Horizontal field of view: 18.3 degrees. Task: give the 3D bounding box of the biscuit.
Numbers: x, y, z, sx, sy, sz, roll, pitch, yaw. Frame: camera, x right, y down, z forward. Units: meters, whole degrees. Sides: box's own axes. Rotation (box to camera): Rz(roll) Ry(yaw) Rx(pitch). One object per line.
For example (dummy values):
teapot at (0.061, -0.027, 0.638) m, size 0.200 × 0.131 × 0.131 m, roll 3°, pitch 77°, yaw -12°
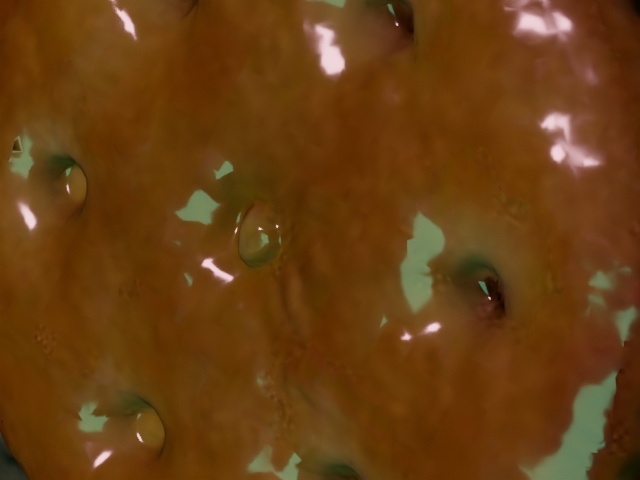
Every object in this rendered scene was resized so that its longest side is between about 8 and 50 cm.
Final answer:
biscuit at (0.000, 0.000, 0.477) m, size 0.220 × 0.066 × 0.220 m, roll 4°, pitch 97°, yaw 37°
